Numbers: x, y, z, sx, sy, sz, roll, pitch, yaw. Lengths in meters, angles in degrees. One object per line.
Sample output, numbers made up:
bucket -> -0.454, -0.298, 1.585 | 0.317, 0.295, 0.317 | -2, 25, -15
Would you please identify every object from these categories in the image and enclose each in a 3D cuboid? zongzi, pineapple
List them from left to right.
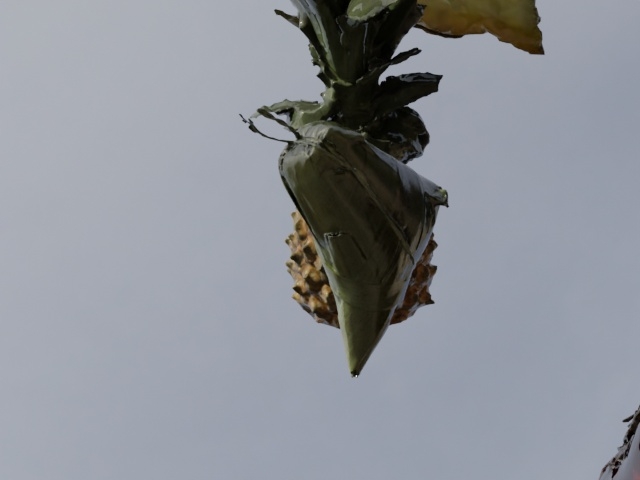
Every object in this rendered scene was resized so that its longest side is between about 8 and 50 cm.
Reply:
zongzi -> 0.000, 0.000, 0.788 | 0.154, 0.062, 0.130 | 29, -98, -45
pineapple -> 0.028, -0.074, 0.929 | 0.119, 0.130, 0.277 | -22, -58, -28

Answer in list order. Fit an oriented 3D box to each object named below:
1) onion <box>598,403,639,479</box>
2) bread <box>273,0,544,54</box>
onion -> 0.255, 0.168, 0.758 | 0.281, 0.281, 0.221 | -44, -36, 21
bread -> -0.011, -0.275, 1.069 | 0.279, 0.315, 0.248 | -17, -42, -14
